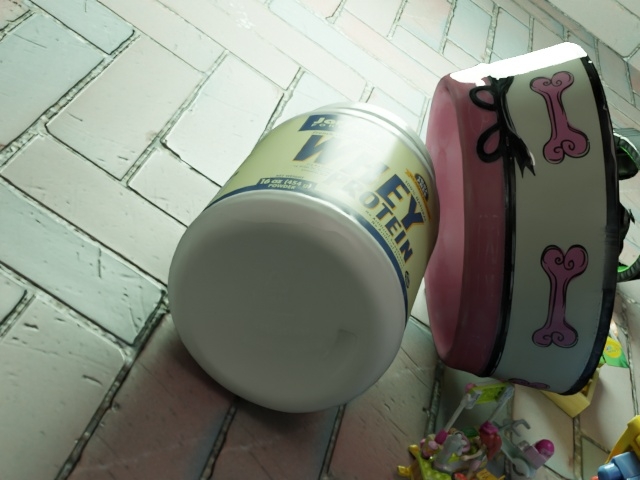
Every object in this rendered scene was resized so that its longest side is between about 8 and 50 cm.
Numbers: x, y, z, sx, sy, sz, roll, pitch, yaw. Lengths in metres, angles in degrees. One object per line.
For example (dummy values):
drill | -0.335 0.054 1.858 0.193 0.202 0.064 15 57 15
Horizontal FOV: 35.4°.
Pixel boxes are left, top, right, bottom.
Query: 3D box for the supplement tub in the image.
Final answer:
supplement tub | 0.000 0.000 1.066 0.235 0.235 0.325 36 31 -4

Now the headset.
headset | 0.477 -0.086 1.674 0.185 0.244 0.394 -7 23 -19

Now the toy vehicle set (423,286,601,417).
toy vehicle set | 0.277 0.111 1.405 0.267 0.035 0.166 41 31 2

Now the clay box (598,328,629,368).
clay box | 0.328 0.093 1.392 0.127 0.053 0.222 13 41 -36

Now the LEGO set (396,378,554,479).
LEGO set | 0.161 0.227 1.041 0.132 0.107 0.287 35 25 15

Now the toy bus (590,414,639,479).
toy bus | 0.405 0.293 1.197 0.211 0.220 0.149 -16 55 -15

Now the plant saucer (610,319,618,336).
plant saucer | 0.429 0.125 1.567 0.083 0.013 0.083 26 33 -19

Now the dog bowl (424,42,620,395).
dog bowl | 0.212 -0.024 1.169 0.150 0.408 0.408 -1 40 -2
